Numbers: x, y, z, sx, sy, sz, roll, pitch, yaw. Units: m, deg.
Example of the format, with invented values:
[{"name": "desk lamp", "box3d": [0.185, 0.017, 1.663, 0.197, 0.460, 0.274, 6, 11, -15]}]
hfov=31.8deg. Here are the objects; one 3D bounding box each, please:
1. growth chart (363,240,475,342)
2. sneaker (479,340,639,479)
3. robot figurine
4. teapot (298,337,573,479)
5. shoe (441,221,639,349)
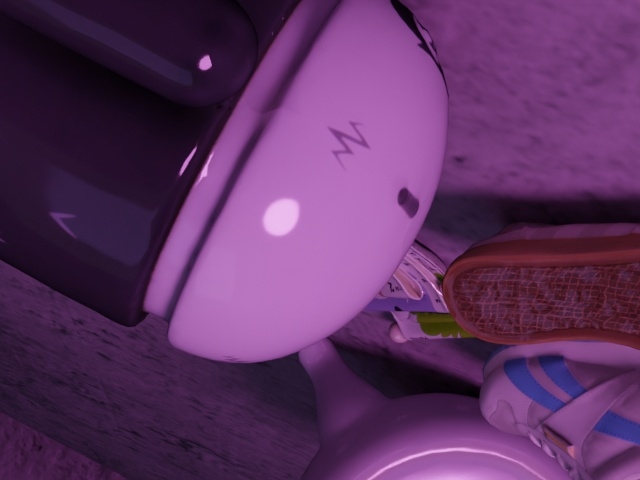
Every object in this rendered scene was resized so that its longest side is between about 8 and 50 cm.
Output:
[{"name": "growth chart", "box3d": [0.000, 0.000, 0.711, 0.237, 0.021, 0.172, 35, 160, -15]}, {"name": "sneaker", "box3d": [0.160, 0.106, 0.631, 0.087, 0.092, 0.228, 16, 166, -22]}, {"name": "robot figurine", "box3d": [-0.083, -0.069, 0.450, 0.278, 0.209, 0.174, 29, 123, 0]}, {"name": "teapot", "box3d": [0.089, 0.229, 0.879, 0.252, 0.256, 0.187, 10, -172, -6]}, {"name": "shoe", "box3d": [0.161, 0.020, 0.518, 0.219, 0.058, 0.077, 6, 120, 37]}]
